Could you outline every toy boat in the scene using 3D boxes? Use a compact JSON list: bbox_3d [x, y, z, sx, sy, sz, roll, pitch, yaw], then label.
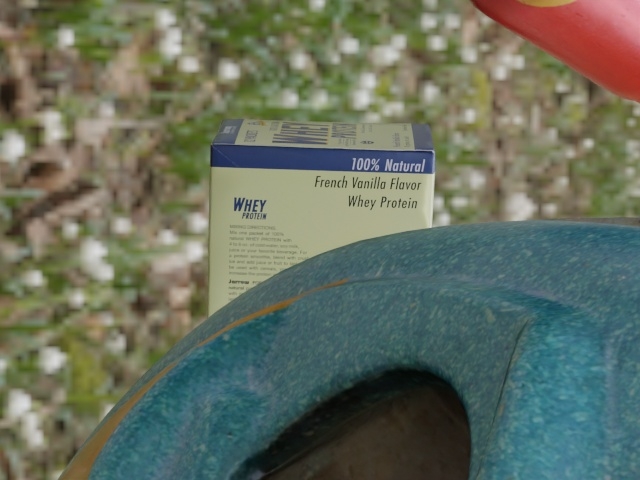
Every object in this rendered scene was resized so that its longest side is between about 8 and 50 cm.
[{"bbox_3d":[0.020,0.018,0.468,0.267,0.148,0.318,-16,-131,47],"label":"toy boat"}]

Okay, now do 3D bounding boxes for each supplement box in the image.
[{"bbox_3d":[0.000,0.000,0.722,0.056,0.083,0.083,-86,177,-77],"label":"supplement box"}]
